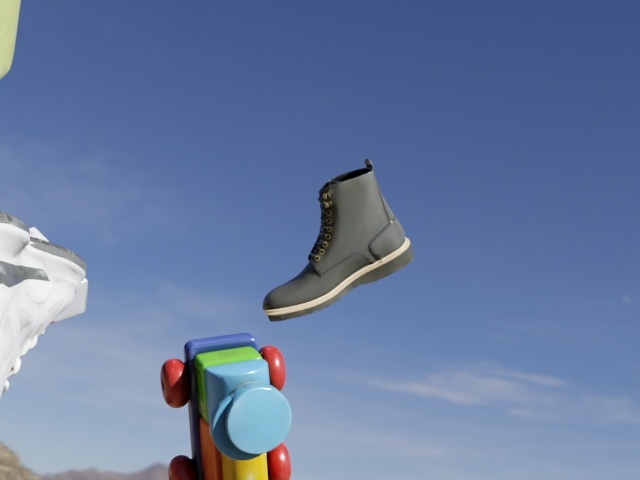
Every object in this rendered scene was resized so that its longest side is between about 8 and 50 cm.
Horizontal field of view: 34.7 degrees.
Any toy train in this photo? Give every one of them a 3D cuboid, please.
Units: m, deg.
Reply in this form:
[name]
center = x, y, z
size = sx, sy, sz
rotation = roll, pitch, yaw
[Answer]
[toy train]
center = -0.063, 0.213, 0.846
size = 0.105, 0.248, 0.143
rotation = -6, 10, -17

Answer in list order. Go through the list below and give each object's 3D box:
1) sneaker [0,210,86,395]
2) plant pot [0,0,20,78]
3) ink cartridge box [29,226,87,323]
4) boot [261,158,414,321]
[sneaker]
center = -0.395, 0.110, 1.150
size = 0.169, 0.258, 0.447
rotation = 12, -8, 0
[plant pot]
center = -0.393, -0.288, 0.992
size = 0.276, 0.276, 0.254
rotation = 11, -56, 0
[ink cartridge box]
center = -0.492, 0.064, 1.714
size = 0.127, 0.072, 0.175
rotation = -20, 47, -40
[boot]
center = 0.000, 0.000, 1.233
size = 0.198, 0.137, 0.077
rotation = -28, 19, -12
